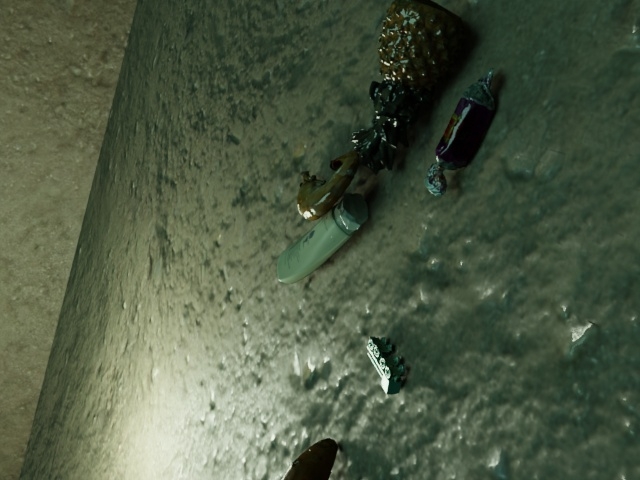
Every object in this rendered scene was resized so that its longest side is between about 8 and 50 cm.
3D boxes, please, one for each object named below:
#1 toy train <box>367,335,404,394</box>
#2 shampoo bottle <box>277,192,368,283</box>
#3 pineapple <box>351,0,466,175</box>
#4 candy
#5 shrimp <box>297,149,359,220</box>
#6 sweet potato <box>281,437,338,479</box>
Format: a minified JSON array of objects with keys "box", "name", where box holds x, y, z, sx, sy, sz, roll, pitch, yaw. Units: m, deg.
[{"box":[0.088,0.169,1.090,0.092,0.029,0.045,-123,36,-54],"name":"toy train"},{"box":[0.000,0.000,1.266,0.212,0.049,0.072,-44,32,43],"name":"shampoo bottle"},{"box":[0.111,-0.209,1.100,0.125,0.125,0.251,60,136,48],"name":"pineapple"},{"box":[0.184,-0.139,1.017,0.175,0.043,0.045,-65,32,16],"name":"candy"},{"box":[0.008,-0.096,1.256,0.133,0.053,0.236,-59,11,4],"name":"shrimp"},{"box":[-0.063,0.443,1.098,0.112,0.112,0.359,11,71,59],"name":"sweet potato"}]
